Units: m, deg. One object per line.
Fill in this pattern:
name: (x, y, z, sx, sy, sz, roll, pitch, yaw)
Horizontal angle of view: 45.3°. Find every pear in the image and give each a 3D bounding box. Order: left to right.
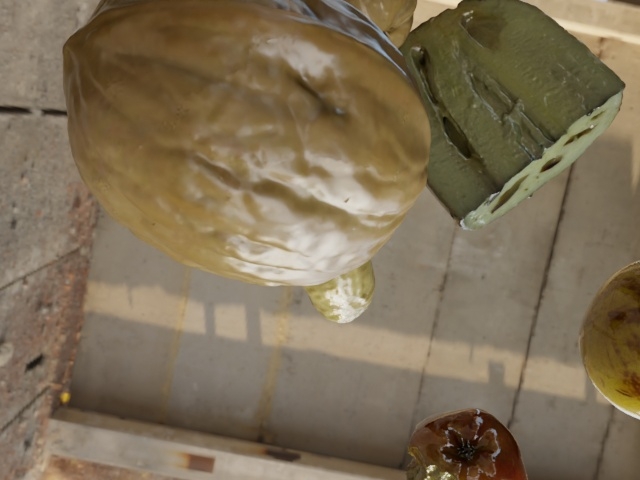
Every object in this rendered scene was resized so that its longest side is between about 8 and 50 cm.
pear: (0.562, 0.164, 1.256, 0.281, 0.281, 0.281, -169, -90, -89)

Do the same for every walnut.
walnut: (-0.047, -0.082, 0.530, 0.225, 0.261, 0.225, -43, -143, 45)
walnut: (0.044, -0.291, 0.930, 0.166, 0.149, 0.166, 61, 3, -5)

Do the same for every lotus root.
lotus root: (0.218, -0.183, 1.052, 0.267, 0.260, 0.149, -40, 157, 3)

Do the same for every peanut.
peanut: (0.000, 0.000, 1.265, 0.147, 0.147, 0.319, -81, 148, -62)

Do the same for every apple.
apple: (0.185, 0.286, 0.959, 0.158, 0.147, 0.156, 103, -27, -52)
